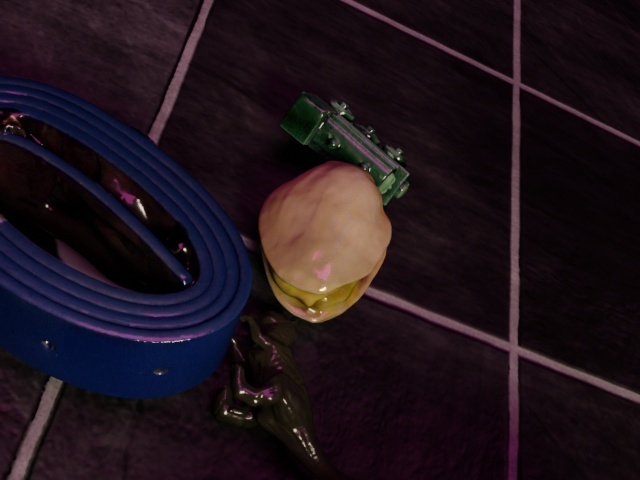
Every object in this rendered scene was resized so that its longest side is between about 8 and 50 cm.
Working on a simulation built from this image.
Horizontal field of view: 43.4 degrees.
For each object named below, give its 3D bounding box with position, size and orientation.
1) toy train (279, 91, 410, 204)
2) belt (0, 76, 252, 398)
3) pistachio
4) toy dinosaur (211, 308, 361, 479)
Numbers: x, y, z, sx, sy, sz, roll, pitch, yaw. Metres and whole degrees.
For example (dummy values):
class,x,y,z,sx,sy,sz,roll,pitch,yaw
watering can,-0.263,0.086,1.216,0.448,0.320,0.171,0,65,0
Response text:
class,x,y,z,sx,sy,sz,roll,pitch,yaw
toy train,0.035,-0.112,0.985,0.170,0.071,0.111,41,16,8
belt,-0.227,-0.002,0.738,0.347,0.117,0.212,37,51,8
pistachio,0.000,0.000,0.887,0.145,0.117,0.201,21,53,6
toy dinosaur,-0.012,0.143,0.800,0.178,0.087,0.187,14,55,-18
